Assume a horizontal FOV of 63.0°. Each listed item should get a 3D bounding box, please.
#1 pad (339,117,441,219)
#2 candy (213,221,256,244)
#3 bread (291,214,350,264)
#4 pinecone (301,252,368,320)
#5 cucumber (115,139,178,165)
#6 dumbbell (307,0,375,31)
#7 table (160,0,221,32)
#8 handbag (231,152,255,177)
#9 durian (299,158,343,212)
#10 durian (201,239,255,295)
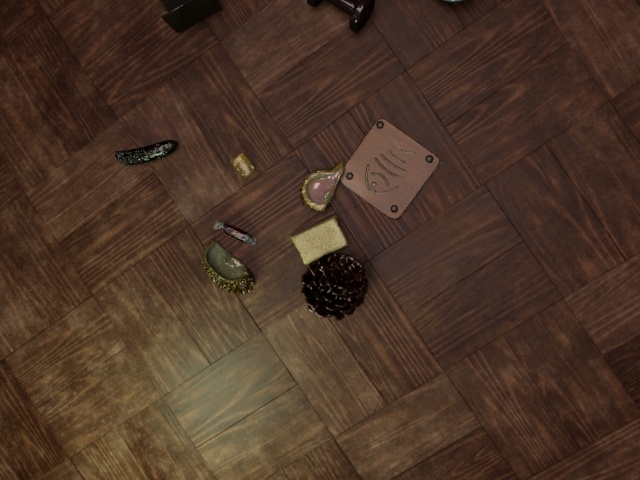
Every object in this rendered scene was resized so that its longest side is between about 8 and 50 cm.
[{"bbox_3d":[0.249,-0.259,1.915,0.287,0.018,0.284,37,98,5],"label":"pad"},{"bbox_3d":[-0.324,-0.026,1.995,0.175,0.043,0.045,26,95,1],"label":"candy"},{"bbox_3d":[0.001,0.000,1.939,0.189,0.068,0.125,-26,90,8],"label":"bread"},{"bbox_3d":[0.051,0.151,1.833,0.247,0.292,0.246,3,69,-7],"label":"pinecone"},{"bbox_3d":[-0.662,-0.336,2.006,0.246,0.067,0.067,-10,93,7],"label":"cucumber"},{"bbox_3d":[0.071,-0.845,1.834,0.226,0.140,0.124,33,88,3],"label":"dumbbell"},{"bbox_3d":[-0.498,-0.891,1.889,0.193,0.172,0.169,-28,89,5],"label":"table"},{"bbox_3d":[-0.292,-0.284,1.978,0.061,0.027,0.083,-38,89,8],"label":"handbag"},{"bbox_3d":[0.016,-0.204,1.923,0.140,0.078,0.224,39,87,16],"label":"durian"},{"bbox_3d":[-0.362,0.113,1.982,0.252,0.144,0.139,35,76,9],"label":"durian"}]
